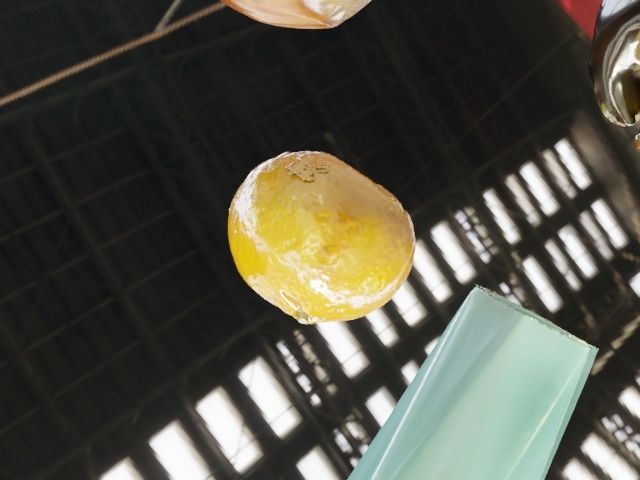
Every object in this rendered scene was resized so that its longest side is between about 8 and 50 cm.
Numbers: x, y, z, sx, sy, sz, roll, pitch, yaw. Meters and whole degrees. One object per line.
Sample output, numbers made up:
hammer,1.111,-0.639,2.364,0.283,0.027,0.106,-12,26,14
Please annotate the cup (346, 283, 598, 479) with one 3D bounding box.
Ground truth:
cup,0.107,0.157,0.859,0.148,0.235,0.134,27,-178,18

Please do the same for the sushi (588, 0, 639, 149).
sushi,0.326,-0.153,0.833,0.213,0.204,0.200,-1,-123,-19

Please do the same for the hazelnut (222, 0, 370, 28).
hazelnut,-0.027,-0.239,0.713,0.214,0.214,0.176,39,-133,-9

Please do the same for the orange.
orange,-0.001,-0.002,1.308,0.219,0.219,0.193,40,-106,-7
